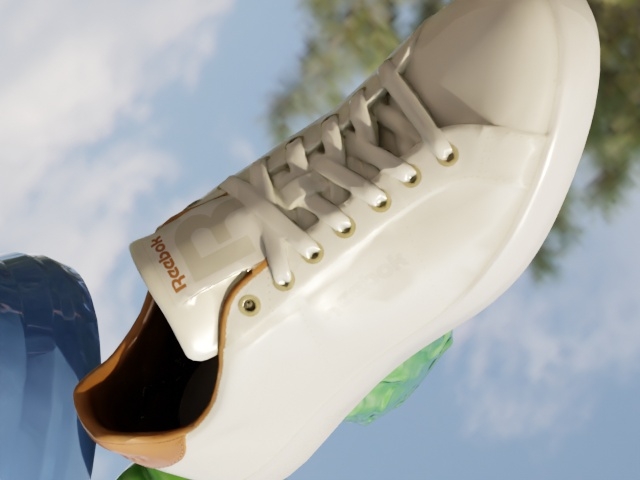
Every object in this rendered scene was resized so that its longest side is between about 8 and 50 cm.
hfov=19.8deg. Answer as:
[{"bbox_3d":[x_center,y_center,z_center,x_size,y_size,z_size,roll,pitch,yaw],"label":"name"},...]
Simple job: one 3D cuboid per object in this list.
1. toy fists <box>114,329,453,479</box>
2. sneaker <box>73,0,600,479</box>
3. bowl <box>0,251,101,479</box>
[{"bbox_3d":[-0.027,0.103,1.114,0.279,0.096,0.142,-42,171,-3],"label":"toy fists"},{"bbox_3d":[0.000,0.000,0.774,0.290,0.123,0.106,-53,-131,22],"label":"sneaker"},{"bbox_3d":[-0.268,0.188,1.230,0.391,0.077,0.391,-43,-144,43],"label":"bowl"}]
